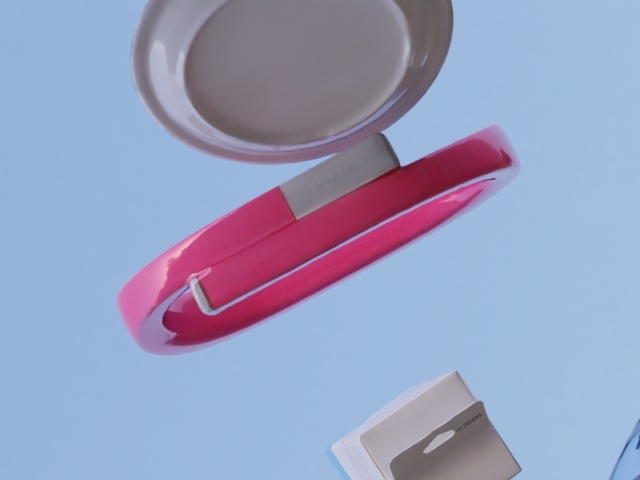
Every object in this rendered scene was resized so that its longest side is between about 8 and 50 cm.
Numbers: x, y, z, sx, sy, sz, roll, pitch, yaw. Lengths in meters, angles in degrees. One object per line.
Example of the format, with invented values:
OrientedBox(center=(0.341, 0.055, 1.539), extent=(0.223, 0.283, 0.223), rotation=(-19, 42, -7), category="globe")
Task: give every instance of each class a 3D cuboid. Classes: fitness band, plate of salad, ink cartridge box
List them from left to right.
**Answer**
OrientedBox(center=(-0.018, -0.124, 1.155), extent=(0.199, 0.048, 0.200), rotation=(-9, -42, -8), category="plate of salad")
OrientedBox(center=(0.000, 0.000, 1.286), extent=(0.290, 0.054, 0.209), rotation=(-27, -10, 6), category="fitness band")
OrientedBox(center=(0.076, 0.161, 1.399), extent=(0.092, 0.143, 0.090), rotation=(-33, -92, -14), category="ink cartridge box")

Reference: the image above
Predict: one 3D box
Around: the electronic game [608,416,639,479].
OrientedBox(center=(0.206, 0.037, 0.902), extent=(0.048, 0.229, 0.229), rotation=(35, -98, 5), category="electronic game")
